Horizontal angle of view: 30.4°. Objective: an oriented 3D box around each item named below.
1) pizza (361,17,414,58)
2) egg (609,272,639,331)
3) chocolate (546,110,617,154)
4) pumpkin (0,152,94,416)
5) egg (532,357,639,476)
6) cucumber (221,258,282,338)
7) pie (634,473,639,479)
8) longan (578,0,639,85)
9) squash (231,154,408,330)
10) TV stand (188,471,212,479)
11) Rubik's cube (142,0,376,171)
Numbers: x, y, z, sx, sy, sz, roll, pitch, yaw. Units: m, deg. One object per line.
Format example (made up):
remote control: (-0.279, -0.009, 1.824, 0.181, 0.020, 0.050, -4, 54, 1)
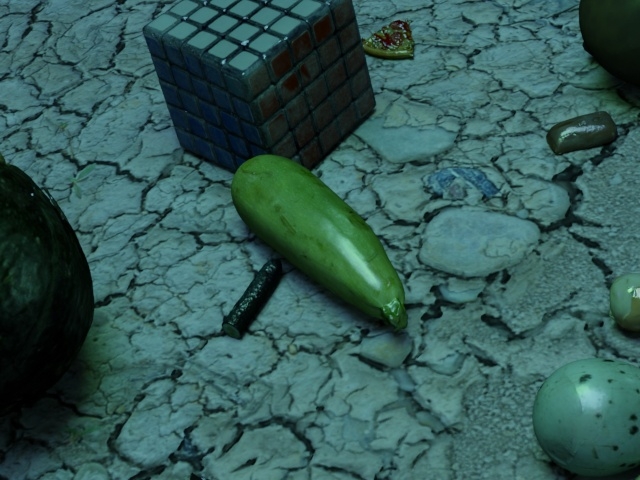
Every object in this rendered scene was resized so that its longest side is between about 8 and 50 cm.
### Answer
pizza: (0.106, -0.332, 1.953, 0.099, 0.029, 0.100, -7, 44, 10)
egg: (0.391, 0.075, 1.424, 0.083, 0.071, 0.071, 3, 46, 15)
chocolate: (0.375, -0.162, 1.701, 0.100, 0.031, 0.064, -13, 39, 5)
pumpkin: (-0.497, 0.029, 1.466, 0.454, 0.454, 0.344, 19, 74, 31)
egg: (0.314, 0.195, 1.288, 0.164, 0.131, 0.131, 6, 45, -1)
cucumber: (-0.088, 0.074, 1.590, 0.032, 0.032, 0.133, 13, 50, 27)
pie: (0.429, 0.321, 1.162, 0.337, 0.075, 0.337, -11, 46, 12)
longan: (0.506, -0.351, 1.717, 0.243, 0.300, 0.300, 47, 63, -1)
squash: (0.004, -0.007, 1.586, 0.118, 0.118, 0.370, -34, 47, -19)
TV stand: (-0.028, 0.333, 1.187, 0.269, 0.083, 0.088, 22, 50, -2)
Rubik's cube: (-0.090, -0.256, 1.780, 0.237, 0.237, 0.238, 27, 57, 34)
